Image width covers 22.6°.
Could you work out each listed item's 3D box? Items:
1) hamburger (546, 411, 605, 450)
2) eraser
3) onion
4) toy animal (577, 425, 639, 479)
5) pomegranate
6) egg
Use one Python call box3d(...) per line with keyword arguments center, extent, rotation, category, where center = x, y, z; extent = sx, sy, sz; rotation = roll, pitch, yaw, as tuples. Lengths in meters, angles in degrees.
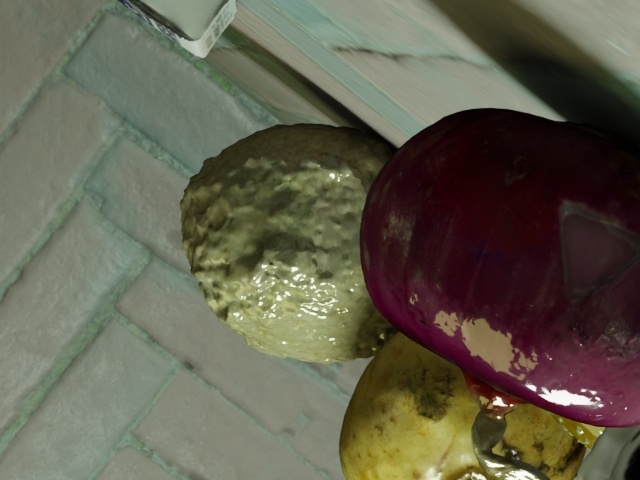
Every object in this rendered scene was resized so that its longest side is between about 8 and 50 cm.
box3d(center=(0.218, 0.090, 1.244), extent=(0.215, 0.122, 0.189), rotation=(41, -176, 32), category="hamburger")
box3d(center=(-0.136, -0.219, 1.380), extent=(0.124, 0.068, 0.210), rotation=(35, -179, -3), category="eraser")
box3d(center=(0.101, 0.015, 0.729), extent=(0.177, 0.153, 0.177), rotation=(51, 179, 1), category="onion")
box3d(center=(0.273, 0.171, 1.062), extent=(0.204, 0.208, 0.156), rotation=(58, -158, -48), category="toy animal")
box3d(center=(0.143, 0.187, 1.608), extent=(0.260, 0.260, 0.260), rotation=(38, 180, 0), category="pomegranate")
box3d(center=(0.000, 0.000, 1.720), extent=(0.310, 0.279, 0.279), rotation=(10, -178, -4), category="egg")
